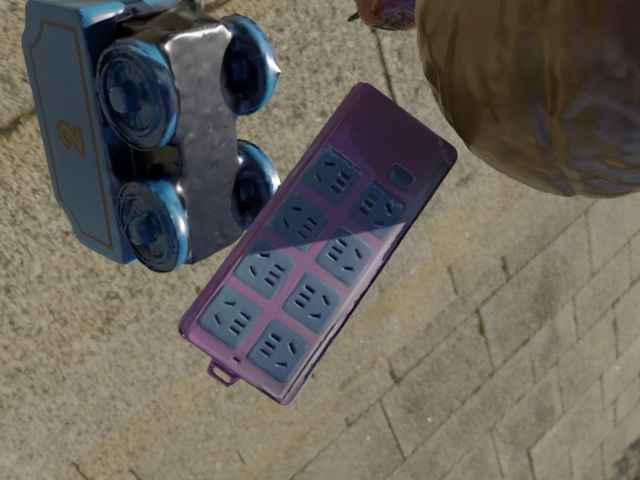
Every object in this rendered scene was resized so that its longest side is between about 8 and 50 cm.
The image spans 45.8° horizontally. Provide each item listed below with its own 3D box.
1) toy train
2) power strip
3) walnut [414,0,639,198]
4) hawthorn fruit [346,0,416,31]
[{"bbox_3d":[-0.186,-0.129,0.826,0.188,0.265,0.300,-30,130,-41],"label":"toy train"},{"bbox_3d":[0.000,0.000,0.618,0.109,0.037,0.278,36,79,-5],"label":"power strip"},{"bbox_3d":[0.219,-0.168,0.568,0.313,0.252,0.277,29,79,-53],"label":"walnut"},{"bbox_3d":[0.125,-0.398,1.112,0.174,0.173,0.179,-28,160,-28],"label":"hawthorn fruit"}]
